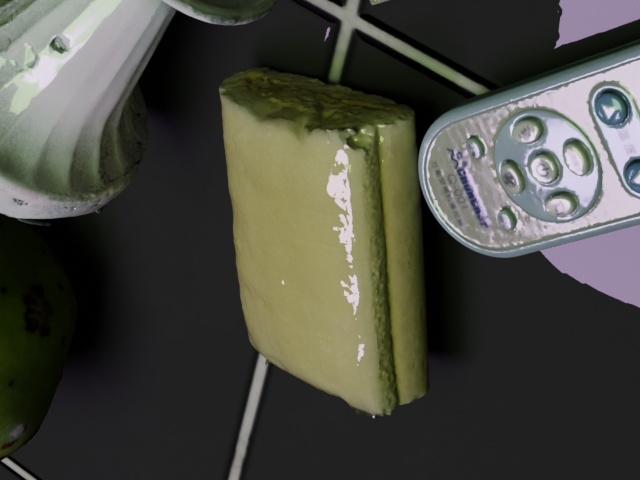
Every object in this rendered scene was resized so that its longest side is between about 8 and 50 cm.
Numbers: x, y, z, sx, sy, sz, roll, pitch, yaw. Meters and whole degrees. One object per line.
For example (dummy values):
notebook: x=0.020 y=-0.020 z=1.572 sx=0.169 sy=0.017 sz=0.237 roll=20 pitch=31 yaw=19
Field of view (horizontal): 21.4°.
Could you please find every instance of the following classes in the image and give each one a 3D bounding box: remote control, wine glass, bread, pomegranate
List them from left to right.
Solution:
pomegranate: x=-0.271 y=0.055 z=1.152 sx=0.214 sy=0.214 sz=0.248 roll=56 pitch=172 yaw=-1
wine glass: x=-0.128 y=-0.123 z=0.939 sx=0.165 sy=0.165 sz=0.196 roll=52 pitch=130 yaw=3
bread: x=0.000 y=0.000 z=0.961 sx=0.139 sy=0.060 sz=0.178 roll=18 pitch=125 yaw=42
remote control: x=0.149 y=-0.052 z=0.828 sx=0.244 sy=0.047 sz=0.087 roll=-16 pitch=100 yaw=44

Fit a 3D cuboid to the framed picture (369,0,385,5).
framed picture: x=0.081 y=-0.218 z=0.814 sx=0.231 sy=0.010 sz=0.173 roll=-13 pitch=104 yaw=42
